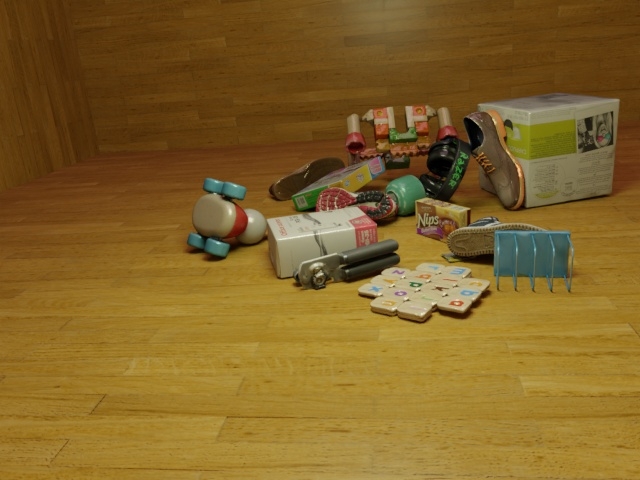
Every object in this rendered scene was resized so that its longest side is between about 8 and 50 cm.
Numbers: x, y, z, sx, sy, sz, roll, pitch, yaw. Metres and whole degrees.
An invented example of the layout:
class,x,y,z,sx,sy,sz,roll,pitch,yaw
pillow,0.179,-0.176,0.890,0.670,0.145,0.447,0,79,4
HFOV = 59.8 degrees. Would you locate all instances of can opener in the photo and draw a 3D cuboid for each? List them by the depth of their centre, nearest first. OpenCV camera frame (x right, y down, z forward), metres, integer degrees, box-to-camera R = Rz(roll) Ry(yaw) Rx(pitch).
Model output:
class,x,y,z,sx,sy,sz,roll,pitch,yaw
can opener,0.066,0.055,1.453,0.283,0.076,0.095,-15,17,-19

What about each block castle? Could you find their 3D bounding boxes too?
class,x,y,z,sx,sy,sz,roll,pitch,yaw
block castle,0.327,-0.371,2.299,0.453,0.303,0.213,-3,62,2

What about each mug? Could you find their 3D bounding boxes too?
class,x,y,z,sx,sy,sz,roll,pitch,yaw
mug,0.282,-0.142,1.931,0.097,0.158,0.129,-22,48,-29

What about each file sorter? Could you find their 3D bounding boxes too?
class,x,y,z,sx,sy,sz,roll,pitch,yaw
file sorter,0.500,0.051,1.311,0.170,0.118,0.104,0,24,15

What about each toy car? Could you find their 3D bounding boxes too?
class,x,y,z,sx,sy,sz,roll,pitch,yaw
toy car,-0.263,-0.055,1.765,0.238,0.219,0.210,17,-1,-44

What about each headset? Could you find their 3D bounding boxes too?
class,x,y,z,sx,sy,sz,roll,pitch,yaw
headset,0.448,-0.224,1.994,0.185,0.243,0.394,23,0,-9

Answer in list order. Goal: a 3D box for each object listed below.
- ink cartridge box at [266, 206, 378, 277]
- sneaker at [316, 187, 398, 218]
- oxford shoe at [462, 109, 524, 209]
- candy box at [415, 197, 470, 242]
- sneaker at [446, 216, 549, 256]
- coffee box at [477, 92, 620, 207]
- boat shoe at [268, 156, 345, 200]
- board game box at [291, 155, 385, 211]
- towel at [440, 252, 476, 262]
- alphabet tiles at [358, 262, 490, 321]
class,x,y,z,sx,sy,sz,roll,pitch,yaw
ink cartridge box,0.000,0.000,1.576,0.283,0.117,0.207,-8,20,-10
sneaker,0.118,-0.109,1.899,0.299,0.121,0.112,8,-3,30
oxford shoe,0.579,-0.270,1.901,0.132,0.364,0.130,-10,-16,-27
candy box,0.364,-0.057,1.664,0.053,0.109,0.186,-17,23,-30
sneaker,0.494,-0.008,1.470,0.282,0.099,0.153,3,13,37
coffee box,0.802,-0.334,2.006,0.338,0.334,0.337,-10,20,-11
boat shoe,-0.060,-0.262,2.338,0.342,0.123,0.123,-28,16,-20
board game box,0.073,-0.219,2.127,0.242,0.064,0.316,-13,15,38
towel,0.378,0.042,1.524,0.083,0.009,0.060,-8,19,-8
alphabet tiles,0.244,0.116,1.327,0.278,0.021,0.284,6,22,36
